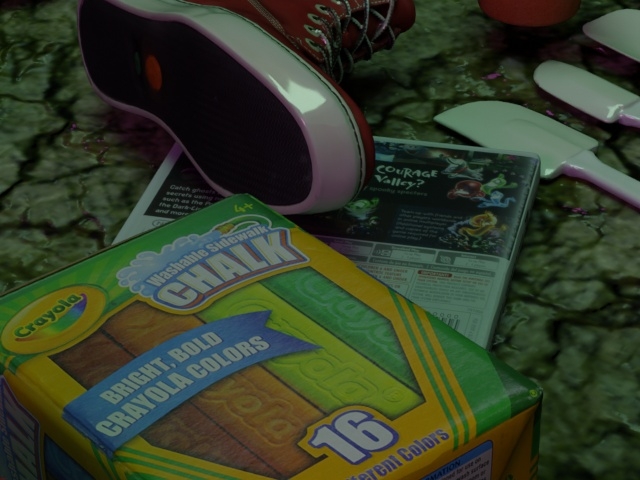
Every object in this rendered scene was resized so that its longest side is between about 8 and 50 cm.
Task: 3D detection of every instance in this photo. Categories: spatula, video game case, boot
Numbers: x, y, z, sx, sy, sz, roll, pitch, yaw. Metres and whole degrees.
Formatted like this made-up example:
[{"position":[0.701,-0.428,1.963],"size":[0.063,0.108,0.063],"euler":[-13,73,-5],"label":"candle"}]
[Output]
[{"position":[0.202,-0.054,0.885],"size":[0.168,0.019,0.242],"euler":[-28,42,-33],"label":"spatula"},{"position":[0.000,0.000,0.817],"size":[0.190,0.022,0.173],"euler":[7,36,14],"label":"video game case"},{"position":[0.002,-0.094,0.862],"size":[0.176,0.088,0.244],"euler":[-15,29,-26],"label":"boot"}]

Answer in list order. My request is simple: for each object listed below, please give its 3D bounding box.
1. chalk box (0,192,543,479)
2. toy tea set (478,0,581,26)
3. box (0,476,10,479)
[{"position":[-0.041,0.077,0.612],"size":[0.132,0.132,0.213],"euler":[-27,42,-32],"label":"chalk box"},{"position":[0.207,-0.237,1.036],"size":[0.200,0.124,0.336],"euler":[11,33,17],"label":"toy tea set"},{"position":[-0.180,0.162,0.393],"size":[0.128,0.123,0.256],"euler":[-22,47,44],"label":"box"}]
